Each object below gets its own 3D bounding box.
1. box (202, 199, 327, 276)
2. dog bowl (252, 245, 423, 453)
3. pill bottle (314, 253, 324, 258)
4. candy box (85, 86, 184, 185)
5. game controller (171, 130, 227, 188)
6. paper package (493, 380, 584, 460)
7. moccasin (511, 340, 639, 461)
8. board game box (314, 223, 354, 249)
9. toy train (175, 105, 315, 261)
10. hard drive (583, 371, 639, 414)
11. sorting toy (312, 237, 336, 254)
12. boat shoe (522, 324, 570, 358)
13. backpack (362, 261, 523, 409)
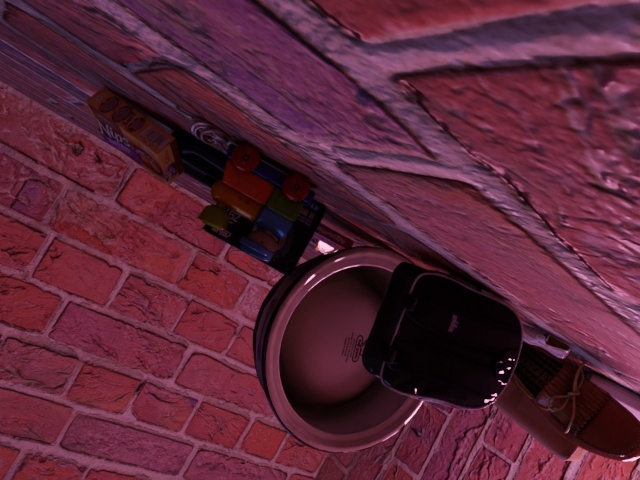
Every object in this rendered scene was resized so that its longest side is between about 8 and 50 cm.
[{"bbox_3d":[-0.102,-0.039,1.015,0.180,0.147,0.077,30,176,-6],"label":"box"},{"bbox_3d":[0.044,0.207,1.115,0.408,0.407,0.150,31,169,-27],"label":"dog bowl"},{"bbox_3d":[0.083,0.138,1.715,0.160,0.160,0.283,32,174,-29],"label":"pill bottle"},{"bbox_3d":[-0.351,-0.198,1.044,0.187,0.053,0.109,34,156,12],"label":"candy box"},{"bbox_3d":[-0.175,-0.126,1.139,0.319,0.067,0.166,30,161,-22],"label":"game controller"},{"bbox_3d":[0.582,0.423,1.474,0.325,0.168,0.309,37,-179,36],"label":"paper package"},{"bbox_3d":[0.534,0.327,1.201,0.147,0.139,0.380,45,-176,-35],"label":"moccasin"},{"bbox_3d":[-0.050,-0.046,1.357,0.281,0.027,0.145,29,176,2],"label":"board game box"},{"bbox_3d":[-0.147,-0.081,0.847,0.248,0.143,0.105,30,175,-10],"label":"toy train"},{"bbox_3d":[0.765,0.403,1.276,0.308,0.040,0.203,27,175,21],"label":"hard drive"},{"bbox_3d":[0.000,0.000,1.530,0.083,0.045,0.075,33,-167,-43],"label":"sorting toy"},{"bbox_3d":[0.429,0.188,1.047,0.100,0.035,0.035,31,149,23],"label":"boat shoe"},{"bbox_3d":[0.216,0.173,0.969,0.254,0.225,0.191,20,180,-12],"label":"backpack"}]
